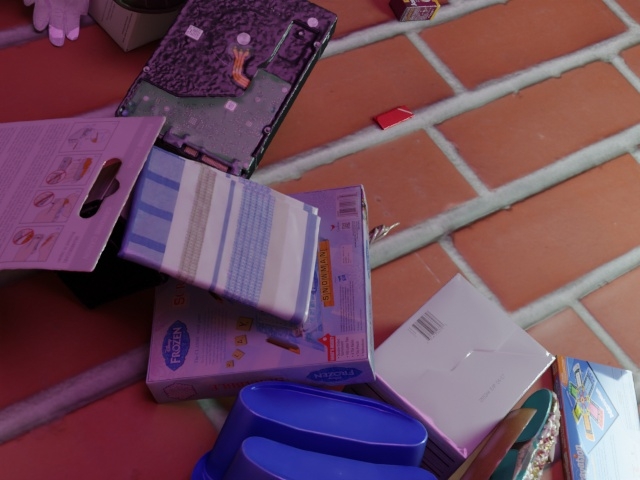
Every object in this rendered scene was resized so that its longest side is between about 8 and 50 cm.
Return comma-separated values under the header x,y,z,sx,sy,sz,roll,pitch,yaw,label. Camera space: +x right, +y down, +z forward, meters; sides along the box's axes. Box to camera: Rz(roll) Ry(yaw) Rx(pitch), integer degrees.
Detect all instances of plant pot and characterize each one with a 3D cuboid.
x,y,z,sx,sy,sz,roll,pitch,yaw,label
0.224,0.324,1.697,0.032,0.236,0.236,37,48,13,plant pot

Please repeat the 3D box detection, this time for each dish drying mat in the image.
x,y,z,sx,sy,sz,roll,pitch,yaw,label
0.136,-0.229,2.244,0.083,0.008,0.032,-26,68,-37,dish drying mat

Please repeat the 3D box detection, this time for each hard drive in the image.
x,y,z,sx,sy,sz,roll,pitch,yaw,label
-0.150,-0.275,1.968,0.237,0.064,0.339,26,70,4,hard drive

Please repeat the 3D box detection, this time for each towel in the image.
x,y,z,sx,sy,sz,roll,pitch,yaw,label
-0.133,-0.008,1.686,0.285,0.034,0.209,21,50,-19,towel

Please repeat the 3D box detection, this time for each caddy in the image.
x,y,z,sx,sy,sz,roll,pitch,yaw,label
-0.002,0.335,1.631,0.341,0.179,0.241,13,28,-12,caddy

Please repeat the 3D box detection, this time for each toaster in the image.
x,y,z,sx,sy,sz,roll,pitch,yaw,label
-0.302,-0.008,1.727,0.168,0.186,0.110,52,35,-29,toaster

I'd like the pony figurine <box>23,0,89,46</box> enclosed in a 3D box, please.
x,y,z,sx,sy,sz,roll,pitch,yaw,label
-0.534,-0.520,1.985,0.363,0.351,0.303,31,26,31,pony figurine

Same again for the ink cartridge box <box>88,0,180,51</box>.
x,y,z,sx,sy,sz,roll,pitch,yaw,label
-0.349,-0.493,2.163,0.273,0.115,0.198,47,50,14,ink cartridge box

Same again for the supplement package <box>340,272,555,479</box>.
x,y,z,sx,sy,sz,roll,pitch,yaw,label
0.184,0.216,1.823,0.204,0.145,0.262,42,49,11,supplement package

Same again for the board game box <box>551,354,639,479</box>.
x,y,z,sx,sy,sz,roll,pitch,yaw,label
0.452,0.320,1.941,0.145,0.027,0.281,14,50,-15,board game box

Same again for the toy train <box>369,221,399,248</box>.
x,y,z,sx,sy,sz,roll,pitch,yaw,label
0.000,0.000,1.952,0.143,0.105,0.248,33,47,21,toy train

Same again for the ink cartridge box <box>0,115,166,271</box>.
x,y,z,sx,sy,sz,roll,pitch,yaw,label
-0.417,-0.038,1.663,0.385,0.091,0.308,-1,45,19,ink cartridge box

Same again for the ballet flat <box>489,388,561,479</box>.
x,y,z,sx,sy,sz,roll,pitch,yaw,label
0.315,0.335,1.847,0.077,0.091,0.241,52,49,-21,ballet flat

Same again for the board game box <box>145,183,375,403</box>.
x,y,z,sx,sy,sz,roll,pitch,yaw,label
-0.084,0.074,1.775,0.318,0.066,0.318,-6,52,8,board game box

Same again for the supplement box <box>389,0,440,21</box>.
x,y,z,sx,sy,sz,roll,pitch,yaw,label
0.190,-0.476,2.438,0.083,0.043,0.055,-9,60,-29,supplement box

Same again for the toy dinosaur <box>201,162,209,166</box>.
x,y,z,sx,sy,sz,roll,pitch,yaw,label
-0.183,-0.063,1.916,0.211,0.112,0.064,3,57,-13,toy dinosaur

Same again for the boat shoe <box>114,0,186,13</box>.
x,y,z,sx,sy,sz,roll,pitch,yaw,label
-0.243,-0.472,2.063,0.307,0.110,0.104,-25,44,-32,boat shoe
